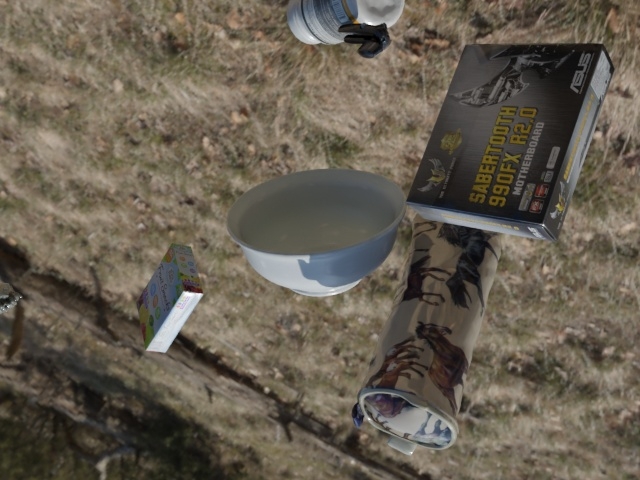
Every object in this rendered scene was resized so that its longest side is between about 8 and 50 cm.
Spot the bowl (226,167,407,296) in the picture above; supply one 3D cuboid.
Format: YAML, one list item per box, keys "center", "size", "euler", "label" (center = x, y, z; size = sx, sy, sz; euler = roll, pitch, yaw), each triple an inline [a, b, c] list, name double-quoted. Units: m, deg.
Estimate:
- center: [0.000, 0.000, 1.236]
  size: [0.297, 0.298, 0.134]
  euler: [8, 123, 26]
  label: "bowl"

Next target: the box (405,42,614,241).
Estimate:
- center: [0.226, -0.125, 0.891]
  size: [0.183, 0.231, 0.056]
  euler: [14, 166, 40]
  label: "box"

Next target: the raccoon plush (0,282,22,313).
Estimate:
- center: [-0.663, 0.119, 1.288]
  size: [0.299, 0.216, 0.446]
  euler: [25, 164, 0]
  label: "raccoon plush"

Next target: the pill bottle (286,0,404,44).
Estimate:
- center: [0.050, -0.542, 1.704]
  size: [0.278, 0.162, 0.162]
  euler: [5, 135, 56]
  label: "pill bottle"

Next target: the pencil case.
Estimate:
- center: [0.179, 0.125, 1.182]
  size: [0.160, 0.410, 0.183]
  euler: [24, 144, -2]
  label: "pencil case"

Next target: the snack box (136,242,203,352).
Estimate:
- center: [-0.232, 0.088, 1.131]
  size: [0.037, 0.100, 0.141]
  euler: [12, 129, -36]
  label: "snack box"

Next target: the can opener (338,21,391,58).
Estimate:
- center: [0.086, -0.427, 1.538]
  size: [0.186, 0.073, 0.059]
  euler: [42, 160, 55]
  label: "can opener"
